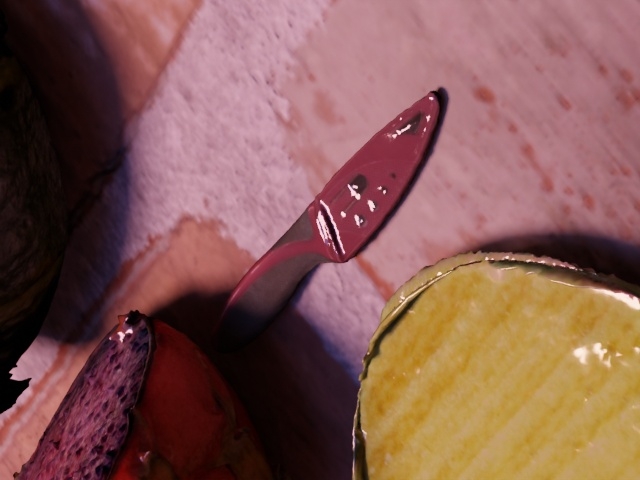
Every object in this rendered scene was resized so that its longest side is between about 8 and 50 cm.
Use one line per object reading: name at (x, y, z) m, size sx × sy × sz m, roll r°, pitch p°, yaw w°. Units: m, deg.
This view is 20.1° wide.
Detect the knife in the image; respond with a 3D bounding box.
knife at (0.000, 0.000, 0.905) m, size 0.035 × 0.018 × 0.247 m, roll 53°, pitch 140°, yaw 9°

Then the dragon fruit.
dragon fruit at (-0.086, 0.163, 0.998) m, size 0.148 × 0.218 × 0.223 m, roll 26°, pitch 108°, yaw -17°

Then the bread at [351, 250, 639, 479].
bread at (0.129, 0.138, 0.844) m, size 0.301 × 0.045 × 0.301 m, roll 24°, pitch 128°, yaw 34°

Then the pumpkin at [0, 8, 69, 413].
pumpkin at (-0.290, -0.030, 1.039) m, size 0.320 × 0.192 × 0.320 m, roll 23°, pitch 134°, yaw 26°
